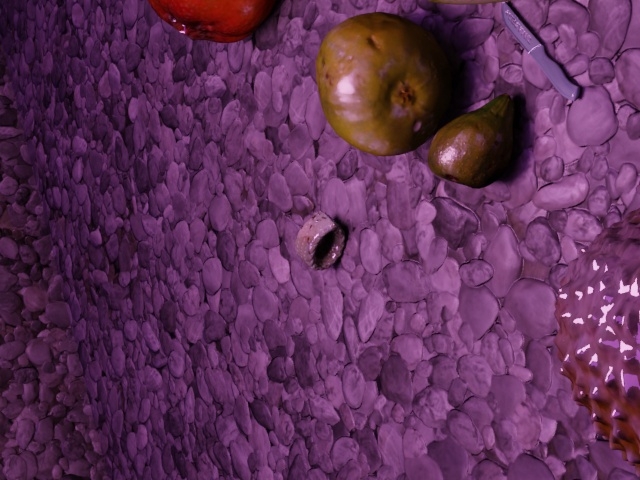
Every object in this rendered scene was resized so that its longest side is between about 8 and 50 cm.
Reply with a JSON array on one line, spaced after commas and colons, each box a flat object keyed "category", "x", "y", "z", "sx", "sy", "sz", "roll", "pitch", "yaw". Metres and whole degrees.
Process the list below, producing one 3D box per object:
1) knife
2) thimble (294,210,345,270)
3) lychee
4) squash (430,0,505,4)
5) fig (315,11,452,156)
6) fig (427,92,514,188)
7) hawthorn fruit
[{"category": "knife", "x": 0.324, "y": -0.283, "z": 1.298, "sx": 0.210, "sy": 0.015, "sz": 0.028, "roll": 61, "pitch": 143, "yaw": 30}, {"category": "thimble", "x": 0.000, "y": 0.000, "z": 1.687, "sx": 0.062, "sy": 0.084, "sz": 0.110, "roll": 42, "pitch": 127, "yaw": 43}, {"category": "lychee", "x": 0.441, "y": 0.109, "z": 0.889, "sx": 0.380, "sy": 0.380, "sz": 0.432, "roll": -28, "pitch": 85, "yaw": 50}, {"category": "squash", "x": 0.261, "y": -0.503, "z": 1.205, "sx": 0.234, "sy": 0.210, "sz": 0.308, "roll": -1, "pitch": 97, "yaw": 41}, {"category": "fig", "x": 0.070, "y": -0.276, "z": 1.456, "sx": 0.314, "sy": 0.233, "sz": 0.233, "roll": 32, "pitch": 118, "yaw": 40}, {"category": "fig", "x": 0.240, "y": -0.159, "z": 1.339, "sx": 0.123, "sy": 0.123, "sz": 0.156, "roll": 33, "pitch": 107, "yaw": 46}, {"category": "hawthorn fruit", "x": -0.207, "y": -0.549, "z": 1.770, "sx": 0.311, "sy": 0.295, "sz": 0.295, "roll": -46, "pitch": 55, "yaw": 16}]
